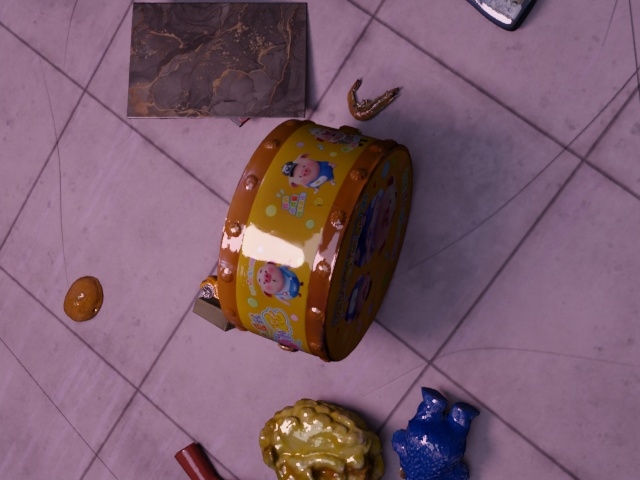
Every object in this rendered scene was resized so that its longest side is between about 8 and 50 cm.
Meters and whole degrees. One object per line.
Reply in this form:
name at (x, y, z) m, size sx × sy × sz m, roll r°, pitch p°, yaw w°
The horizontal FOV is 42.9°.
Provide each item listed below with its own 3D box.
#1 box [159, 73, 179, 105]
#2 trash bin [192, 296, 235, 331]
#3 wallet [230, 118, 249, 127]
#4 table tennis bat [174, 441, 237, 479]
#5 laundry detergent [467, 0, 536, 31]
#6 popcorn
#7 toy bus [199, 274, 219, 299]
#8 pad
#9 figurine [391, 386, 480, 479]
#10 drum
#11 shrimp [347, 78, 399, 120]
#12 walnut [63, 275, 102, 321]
box at (-0.308, -0.306, 1.742) m, size 0.069 × 0.122 × 0.084 m, roll -33°, pitch 81°, yaw 32°
trash bin at (-0.226, 0.156, 1.783) m, size 0.092 × 0.061 × 0.043 m, roll 26°, pitch 104°, yaw 19°
wallet at (-0.201, -0.335, 1.726) m, size 0.103 × 0.020 × 0.196 m, roll -43°, pitch 78°, yaw -10°
table tennis bat at (-0.188, 0.635, 1.824) m, size 0.268 × 0.051 × 0.415 m, roll -38°, pitch 85°, yaw 20°
laundry detergent at (0.300, -0.480, 1.523) m, size 0.206 × 0.061 × 0.097 m, roll 38°, pitch 109°, yaw 14°
popcorn at (0.020, 0.448, 1.662) m, size 0.225 × 0.173 × 0.286 m, roll -36°, pitch 83°, yaw 12°
toy bus at (-0.176, 0.114, 1.755) m, size 0.162 × 0.069 × 0.074 m, roll 30°, pitch 104°, yaw 14°
pad at (-0.211, -0.370, 1.672) m, size 0.367 × 0.007 × 0.248 m, roll 1°, pitch 84°, yaw 3°
figurine at (0.215, 0.426, 1.611) m, size 0.164 × 0.120 × 0.262 m, roll 10°, pitch 101°, yaw 16°
drum at (0.000, 0.000, 1.495) m, size 0.214 × 0.431 × 0.431 m, roll 18°, pitch 101°, yaw 18°
shrimp at (0.101, -0.294, 1.637) m, size 0.114 × 0.023 × 0.083 m, roll -30°, pitch 82°, yaw 24°
walnut at (-0.567, 0.139, 1.914) m, size 0.091 × 0.052 × 0.121 m, roll 33°, pitch 104°, yaw 18°
